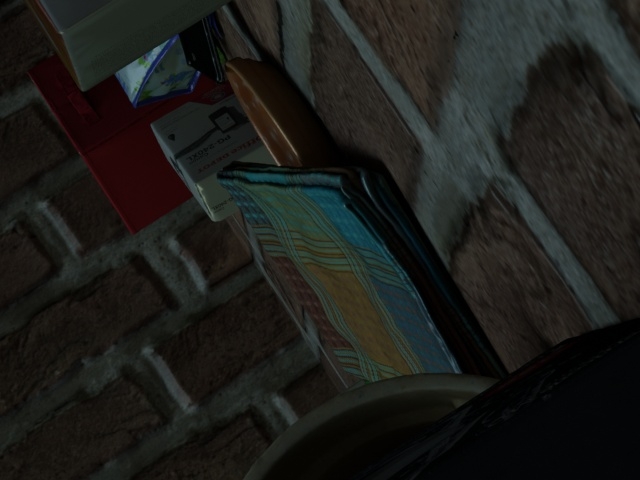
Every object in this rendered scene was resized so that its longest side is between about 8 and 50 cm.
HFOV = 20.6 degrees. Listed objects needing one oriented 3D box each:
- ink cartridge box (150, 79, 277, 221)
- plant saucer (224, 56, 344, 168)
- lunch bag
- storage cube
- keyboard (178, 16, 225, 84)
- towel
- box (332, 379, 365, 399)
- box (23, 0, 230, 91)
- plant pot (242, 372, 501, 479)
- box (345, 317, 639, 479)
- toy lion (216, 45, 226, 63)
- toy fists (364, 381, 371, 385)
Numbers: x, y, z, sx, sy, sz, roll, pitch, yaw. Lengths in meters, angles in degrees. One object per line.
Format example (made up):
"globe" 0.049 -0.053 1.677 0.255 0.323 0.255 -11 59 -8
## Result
"ink cartridge box" -0.110 -0.102 1.984 0.150 0.109 0.063 50 168 50
"plant saucer" -0.022 -0.090 1.648 0.200 0.037 0.200 56 175 7
"lunch bag" -0.171 -0.238 1.844 0.129 0.096 0.151 55 145 20
"storage cube" -0.232 -0.163 2.290 0.183 0.193 0.215 53 174 37
"keyboard" -0.122 -0.244 1.635 0.100 0.038 0.192 36 147 51
"towel" 0.035 0.047 1.579 0.271 0.040 0.370 57 165 -15
"box" 0.075 0.208 2.172 0.087 0.102 0.101 54 173 7
"box" -0.168 -0.256 1.289 0.215 0.168 0.345 57 174 -1
"plant pot" 0.111 0.276 1.310 0.334 0.334 0.305 56 -175 14
"box" 0.067 0.201 0.913 0.179 0.343 0.312 57 174 3
"toy lion" -0.142 -0.232 1.959 0.096 0.034 0.100 51 177 -15
"toy fists" 0.112 0.207 1.882 0.279 0.096 0.142 82 170 -77
